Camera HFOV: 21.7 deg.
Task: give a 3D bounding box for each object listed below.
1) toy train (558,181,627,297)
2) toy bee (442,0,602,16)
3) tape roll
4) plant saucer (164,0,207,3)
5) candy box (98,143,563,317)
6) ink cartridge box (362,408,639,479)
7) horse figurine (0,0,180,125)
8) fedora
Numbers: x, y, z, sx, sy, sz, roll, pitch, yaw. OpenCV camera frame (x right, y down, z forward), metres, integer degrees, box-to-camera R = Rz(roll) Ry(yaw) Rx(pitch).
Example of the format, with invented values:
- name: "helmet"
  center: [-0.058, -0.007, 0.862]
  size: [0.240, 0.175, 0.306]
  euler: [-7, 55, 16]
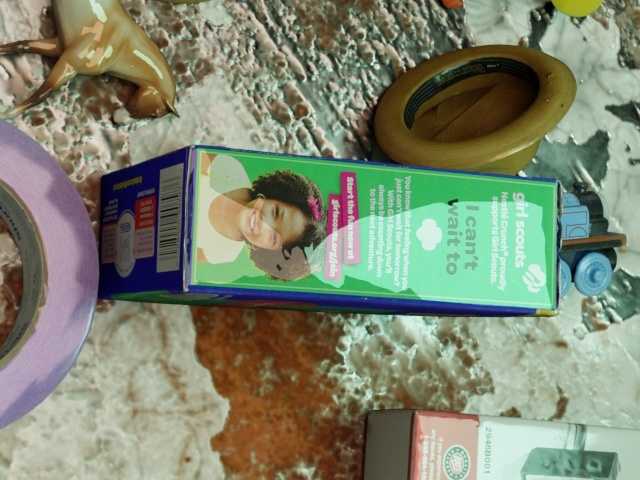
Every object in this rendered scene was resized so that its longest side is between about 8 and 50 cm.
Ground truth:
- name: "toy train"
  center: [0.200, 0.001, 1.552]
  size: [0.184, 0.080, 0.105]
  euler: [-6, 101, -27]
- name: "toy bee"
  center: [0.175, -0.295, 1.570]
  size: [0.298, 0.162, 0.195]
  euler: [-15, 81, -47]
- name: "tape roll"
  center: [-0.323, 0.029, 1.354]
  size: [0.275, 0.090, 0.275]
  euler: [2, 83, -22]
- name: "plant saucer"
  center: [-0.125, -0.314, 1.498]
  size: [0.200, 0.037, 0.200]
  euler: [2, 84, -21]
- name: "candy box"
  center: [0.000, 0.000, 1.387]
  size: [0.317, 0.268, 0.122]
  euler: [3, 86, -21]
- name: "ink cartridge box"
  center: [0.181, 0.261, 1.510]
  size: [0.273, 0.114, 0.197]
  euler: [7, 81, -21]
- name: "horse figurine"
  center: [-0.231, -0.214, 1.431]
  size: [0.174, 0.066, 0.263]
  euler: [-16, 92, -16]
- name: "fedora"
  center: [0.145, -0.104, 1.538]
  size: [0.194, 0.194, 0.079]
  euler: [-34, 131, -21]
